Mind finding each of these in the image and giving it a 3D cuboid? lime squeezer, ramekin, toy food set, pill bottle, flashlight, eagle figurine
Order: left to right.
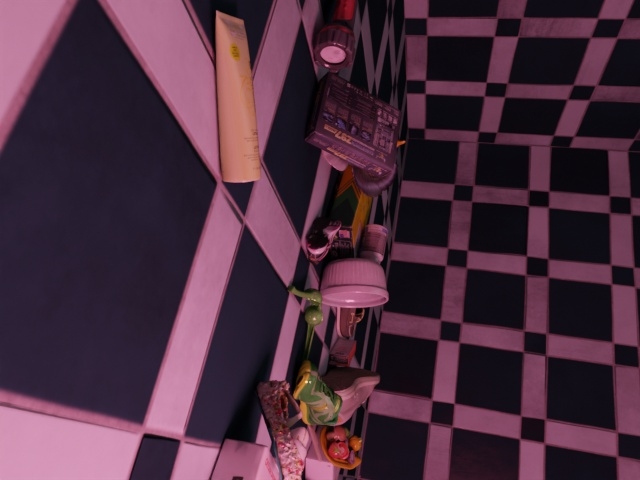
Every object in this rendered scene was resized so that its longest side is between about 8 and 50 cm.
[{"bbox_3d":[-0.027,0.197,1.370,0.110,0.058,0.310,-71,162,-44],"label":"lime squeezer"},{"bbox_3d":[0.048,-0.559,1.283,0.103,0.103,0.304,138,-36,-61],"label":"flashlight"},{"bbox_3d":[0.067,0.626,1.621,0.218,0.071,0.128,32,30,-42],"label":"toy food set"},{"bbox_3d":[0.099,0.127,1.567,0.207,0.207,0.109,60,29,-68],"label":"ramekin"},{"bbox_3d":[0.135,-0.265,1.523,0.298,0.225,0.226,82,33,-83],"label":"eagle figurine"},{"bbox_3d":[0.165,0.024,1.659,0.078,0.078,0.137,67,33,-64],"label":"pill bottle"}]

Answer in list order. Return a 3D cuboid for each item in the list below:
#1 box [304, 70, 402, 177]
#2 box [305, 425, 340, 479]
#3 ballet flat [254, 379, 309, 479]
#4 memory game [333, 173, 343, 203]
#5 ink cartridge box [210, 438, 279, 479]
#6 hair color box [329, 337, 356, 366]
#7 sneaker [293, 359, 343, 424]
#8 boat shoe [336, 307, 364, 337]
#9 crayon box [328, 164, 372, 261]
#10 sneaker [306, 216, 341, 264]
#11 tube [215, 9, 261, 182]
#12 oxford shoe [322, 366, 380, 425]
[{"bbox_3d":[0.087,-0.285,1.303,0.059,0.232,0.183,-28,-134,57],"label":"box"},{"bbox_3d":[0.015,0.708,1.695,0.170,0.091,0.130,-48,142,-68],"label":"box"},{"bbox_3d":[-0.066,0.359,1.006,0.241,0.077,0.091,-119,-168,-48],"label":"ballet flat"},{"bbox_3d":[0.064,-0.123,1.703,0.186,0.012,0.186,7,90,-77],"label":"memory game"},{"bbox_3d":[-0.148,0.479,0.922,0.148,0.085,0.203,81,19,-45],"label":"ink cartridge box"},{"bbox_3d":[0.081,0.400,1.879,0.141,0.072,0.043,-37,132,-71],"label":"hair color box"},{"bbox_3d":[-0.001,0.419,1.432,0.295,0.123,0.109,79,22,-50],"label":"sneaker"},{"bbox_3d":[0.108,0.249,1.882,0.109,0.091,0.305,-70,160,-46],"label":"boat shoe"},{"bbox_3d":[0.100,-0.094,1.665,0.202,0.081,0.319,82,20,-48],"label":"crayon box"},{"bbox_3d":[0.000,0.000,1.408,0.178,0.072,0.077,-51,158,-52],"label":"sneaker"},{"bbox_3d":[-0.125,-0.209,0.783,0.070,0.062,0.240,23,-62,62],"label":"tube"},{"bbox_3d":[0.087,0.512,1.765,0.449,0.169,0.130,5,88,-69],"label":"oxford shoe"}]
